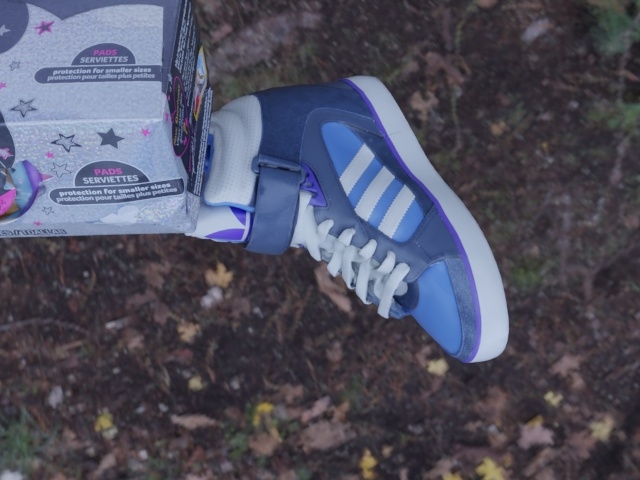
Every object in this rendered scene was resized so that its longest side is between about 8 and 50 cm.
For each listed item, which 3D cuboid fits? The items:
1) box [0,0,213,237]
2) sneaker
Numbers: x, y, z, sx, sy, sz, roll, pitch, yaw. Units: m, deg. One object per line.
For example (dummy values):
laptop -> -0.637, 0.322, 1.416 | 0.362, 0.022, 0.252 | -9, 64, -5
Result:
box -> -0.222, -0.103, 0.936 | 0.247, 0.163, 0.142 | -2, 143, 6
sneaker -> 0.000, -0.001, 1.091 | 0.236, 0.322, 0.130 | -18, 155, -21
